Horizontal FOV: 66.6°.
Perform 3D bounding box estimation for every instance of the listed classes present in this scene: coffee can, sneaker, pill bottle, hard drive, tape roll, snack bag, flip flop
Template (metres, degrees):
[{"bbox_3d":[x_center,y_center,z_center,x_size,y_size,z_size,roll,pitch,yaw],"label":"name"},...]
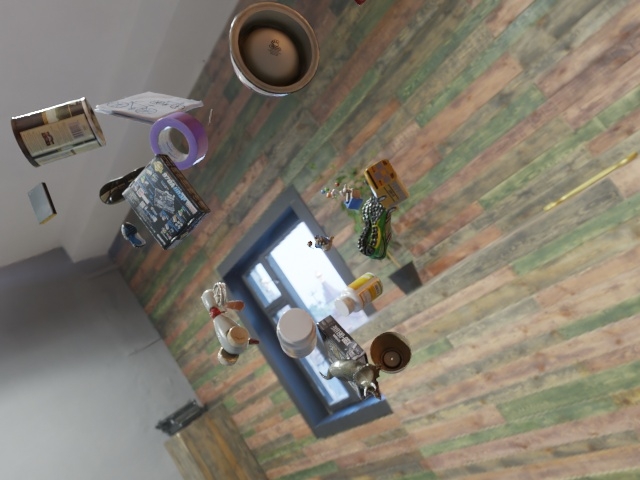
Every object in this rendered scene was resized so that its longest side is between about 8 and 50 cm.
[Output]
[{"bbox_3d":[-1.024,-0.426,1.920,0.276,0.201,0.201,-21,-11,-13],"label":"coffee can"},{"bbox_3d":[0.272,-0.070,2.279,0.134,0.343,0.146,-1,-24,41],"label":"sneaker"},{"bbox_3d":[-0.096,0.383,2.012,0.160,0.160,0.283,-33,-20,-13],"label":"pill bottle"},{"bbox_3d":[-1.066,-0.142,1.866,0.094,0.135,0.022,-27,-8,23],"label":"hard drive"},{"bbox_3d":[-0.500,-0.351,1.724,0.189,0.189,0.080,-40,9,32],"label":"tape roll"},{"bbox_3d":[-0.933,-0.037,2.392,0.071,0.083,0.190,-35,-27,-17],"label":"sneaker"},{"bbox_3d":[-0.743,-0.585,2.138,0.342,0.323,0.037,-49,-32,-53],"label":"snack bag"},{"bbox_3d":[0.189,0.275,2.443,0.246,0.136,0.136,-31,-9,-33],"label":"pill bottle"},{"bbox_3d":[-0.717,-0.207,1.899,0.277,0.112,0.080,-21,-10,-1],"label":"flip flop"}]

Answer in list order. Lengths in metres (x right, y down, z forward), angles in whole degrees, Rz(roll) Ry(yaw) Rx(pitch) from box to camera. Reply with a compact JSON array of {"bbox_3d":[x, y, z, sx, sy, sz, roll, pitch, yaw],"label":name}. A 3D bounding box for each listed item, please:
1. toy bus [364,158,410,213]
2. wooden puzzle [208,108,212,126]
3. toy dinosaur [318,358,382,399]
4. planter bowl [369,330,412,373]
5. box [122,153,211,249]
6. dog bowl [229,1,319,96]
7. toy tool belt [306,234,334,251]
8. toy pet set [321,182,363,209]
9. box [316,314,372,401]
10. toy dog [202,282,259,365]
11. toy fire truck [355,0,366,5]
[{"bbox_3d":[0.280,-0.218,2.029,0.130,0.108,0.333,-32,-21,13],"label":"toy bus"},{"bbox_3d":[-0.481,-0.542,2.140,0.006,0.049,0.083,6,-36,-22],"label":"wooden puzzle"},{"bbox_3d":[0.110,0.450,1.674,0.160,0.314,0.121,38,-111,-44],"label":"toy dinosaur"},{"bbox_3d":[0.278,0.452,1.908,0.162,0.162,0.109,-33,-32,-10],"label":"planter bowl"},{"bbox_3d":[-0.444,-0.110,1.398,0.175,0.220,0.051,-42,-9,18],"label":"box"},{"bbox_3d":[-0.217,-0.829,2.171,0.408,0.407,0.150,-32,8,-20],"label":"dog bowl"},{"bbox_3d":[0.000,0.000,1.592,0.052,0.083,0.051,-88,10,-63],"label":"toy tool belt"},{"bbox_3d":[0.074,-0.139,1.628,0.114,0.065,0.122,7,-10,-23],"label":"toy pet set"},{"bbox_3d":[0.107,0.479,1.983,0.077,0.242,0.307,-33,-43,-17],"label":"box"},{"bbox_3d":[-0.359,0.338,2.003,0.161,0.333,0.220,0,-24,-41],"label":"toy dog"},{"bbox_3d":[0.066,-1.063,1.836,0.169,0.253,0.302,-27,-31,26],"label":"toy fire truck"}]
